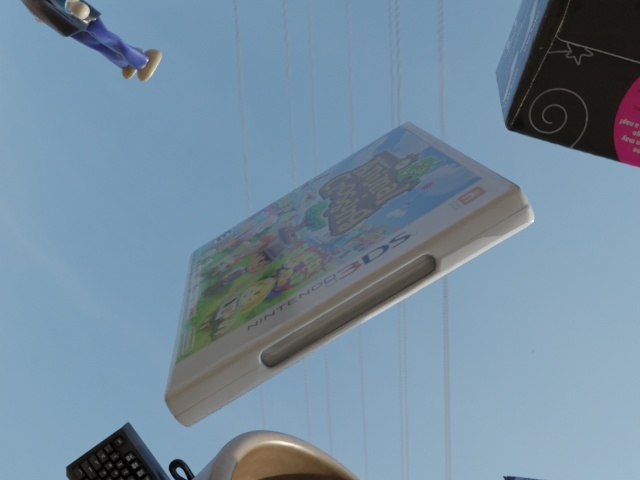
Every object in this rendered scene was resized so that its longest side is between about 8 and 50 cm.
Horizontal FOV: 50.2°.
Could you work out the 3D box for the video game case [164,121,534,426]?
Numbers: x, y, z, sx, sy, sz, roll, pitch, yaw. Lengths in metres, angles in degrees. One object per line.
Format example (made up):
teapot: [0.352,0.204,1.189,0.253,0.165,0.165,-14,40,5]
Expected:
video game case: [0.000,0.000,0.412,0.193,0.212,0.023,-31,-71,3]

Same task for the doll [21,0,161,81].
doll: [-0.261,-0.234,0.708,0.129,0.189,0.046,18,-101,43]

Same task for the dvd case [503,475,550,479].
dvd case: [0.253,0.231,0.423,0.252,0.022,0.181,-4,-63,31]

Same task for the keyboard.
keyboard: [-0.161,0.269,0.679,0.108,0.023,0.180,-35,-88,-6]

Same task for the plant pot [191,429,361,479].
plant pot: [-0.049,0.300,0.455,0.229,0.263,0.263,-44,-102,11]

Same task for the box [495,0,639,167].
box: [0.244,-0.121,0.384,0.247,0.142,0.163,17,-63,2]
